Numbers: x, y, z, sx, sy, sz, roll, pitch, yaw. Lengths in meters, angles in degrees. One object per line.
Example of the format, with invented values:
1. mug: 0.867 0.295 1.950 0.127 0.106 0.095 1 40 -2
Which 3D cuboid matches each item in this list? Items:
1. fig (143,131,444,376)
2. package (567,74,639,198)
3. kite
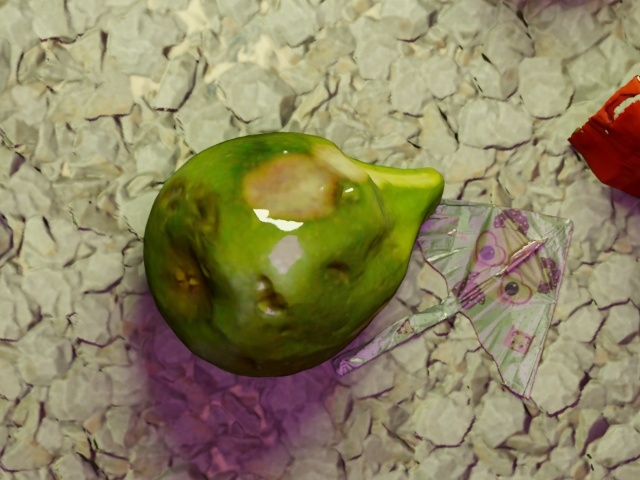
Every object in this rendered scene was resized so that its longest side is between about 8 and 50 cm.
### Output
1. fig: 0.000 0.000 1.572 0.275 0.206 0.206 -16 106 -38
2. package: 0.437 -0.124 1.613 0.423 0.196 0.123 -17 84 -9
3. kite: 0.122 0.054 1.685 0.250 0.012 0.229 -32 105 -3
